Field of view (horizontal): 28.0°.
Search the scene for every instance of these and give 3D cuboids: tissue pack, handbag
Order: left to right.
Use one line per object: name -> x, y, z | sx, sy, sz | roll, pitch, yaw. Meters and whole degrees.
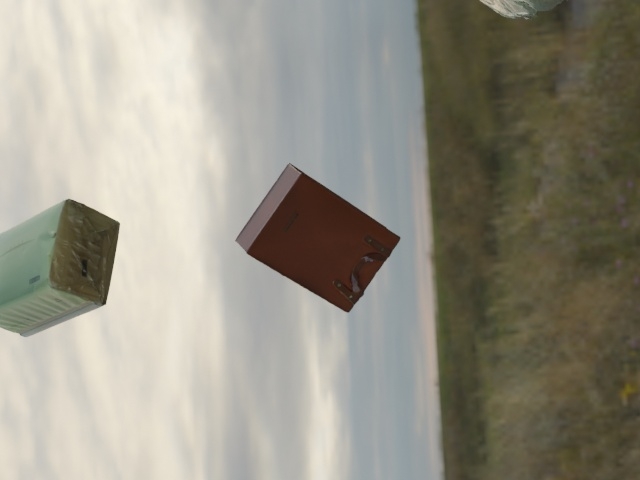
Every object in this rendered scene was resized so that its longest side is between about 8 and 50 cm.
tissue pack -> -0.443, 0.047, 2.080 | 0.125, 0.234, 0.159 | 26, -122, -37
handbag -> 0.000, 0.000, 1.681 | 0.190, 0.127, 0.063 | 33, -175, -33

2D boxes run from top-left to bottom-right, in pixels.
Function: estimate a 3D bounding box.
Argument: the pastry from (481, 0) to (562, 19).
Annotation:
pastry -> 0.253, -0.430, 1.830 | 0.265, 0.133, 0.265 | 43, 178, 1
